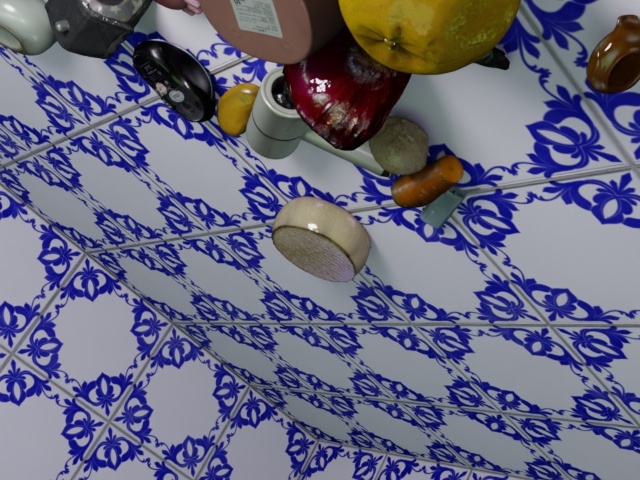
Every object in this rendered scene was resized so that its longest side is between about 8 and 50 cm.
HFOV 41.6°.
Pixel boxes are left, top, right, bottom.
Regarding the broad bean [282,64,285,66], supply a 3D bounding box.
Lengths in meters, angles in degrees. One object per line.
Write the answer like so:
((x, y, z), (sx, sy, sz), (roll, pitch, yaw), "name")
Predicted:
((-0.076, -0.380, 1.722), (0.195, 0.046, 0.061), (40, 156, -15), "broad bean")

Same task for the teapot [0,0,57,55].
((-0.762, -0.560, 2.002), (0.318, 0.149, 0.220), (26, 161, 7), "teapot")

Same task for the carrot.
((0.232, -0.122, 1.822), (0.087, 0.087, 0.193), (40, 149, -19), "carrot")

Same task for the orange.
((0.158, -0.377, 1.264), (0.279, 0.235, 0.279), (31, 160, 12), "orange")

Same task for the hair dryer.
((0.022, -0.224, 1.837), (0.362, 0.128, 0.203), (24, 154, -5), "hair dryer")

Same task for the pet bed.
((-0.487, -0.497, 1.814), (0.183, 0.159, 0.211), (40, 153, -18), "pet bed")

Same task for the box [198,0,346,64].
((-0.064, -0.452, 1.390), (0.301, 0.216, 0.301), (24, 152, 14), "box")

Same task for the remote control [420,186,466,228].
((0.276, -0.076, 1.914), (0.061, 0.029, 0.162), (28, 154, 1), "remote control")

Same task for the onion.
((0.032, -0.293, 1.591), (0.206, 0.207, 0.216), (33, 149, -12), "onion")

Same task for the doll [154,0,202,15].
((-0.310, -0.522, 1.635), (0.211, 0.093, 0.262), (43, 170, -1), "doll")

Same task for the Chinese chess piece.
((0.000, 0.000, 2.248), (0.270, 0.112, 0.270), (24, 154, 12), "Chinese chess piece")

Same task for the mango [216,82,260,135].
((-0.189, -0.303, 1.947), (0.098, 0.075, 0.190), (19, 153, -13), "mango")

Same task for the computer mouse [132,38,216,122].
((-0.323, -0.375, 1.937), (0.137, 0.096, 0.233), (-10, 129, 47), "computer mouse")

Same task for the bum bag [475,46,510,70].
((0.271, -0.325, 1.464), (0.124, 0.034, 0.058), (19, 166, 24), "bum bag")

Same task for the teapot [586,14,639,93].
((0.458, -0.287, 1.302), (0.098, 0.078, 0.129), (-10, 142, -9), "teapot")

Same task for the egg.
((0.163, -0.195, 1.735), (0.140, 0.118, 0.116), (44, 110, -7), "egg")
